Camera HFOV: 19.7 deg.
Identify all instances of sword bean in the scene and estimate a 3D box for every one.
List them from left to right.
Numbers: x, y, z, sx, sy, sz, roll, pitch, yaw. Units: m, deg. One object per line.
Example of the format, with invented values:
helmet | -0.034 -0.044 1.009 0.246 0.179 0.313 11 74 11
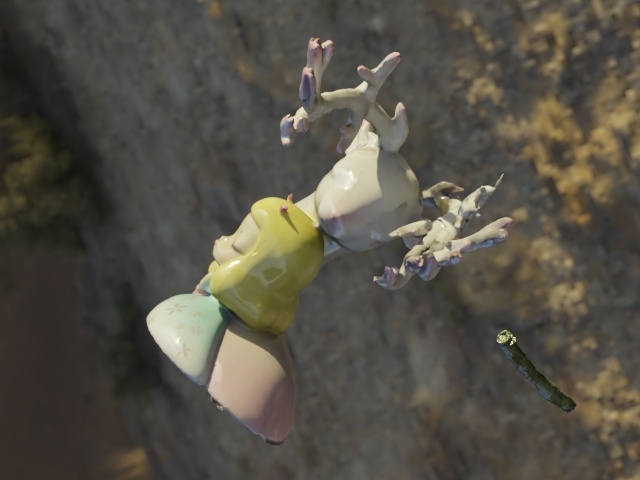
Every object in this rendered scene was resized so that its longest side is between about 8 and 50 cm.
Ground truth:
sword bean | 0.110 0.068 0.941 0.012 0.012 0.083 46 -179 44

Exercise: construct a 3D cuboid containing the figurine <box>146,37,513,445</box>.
figurine | 0.011 0.008 1.492 0.206 0.316 0.284 38 -174 4
